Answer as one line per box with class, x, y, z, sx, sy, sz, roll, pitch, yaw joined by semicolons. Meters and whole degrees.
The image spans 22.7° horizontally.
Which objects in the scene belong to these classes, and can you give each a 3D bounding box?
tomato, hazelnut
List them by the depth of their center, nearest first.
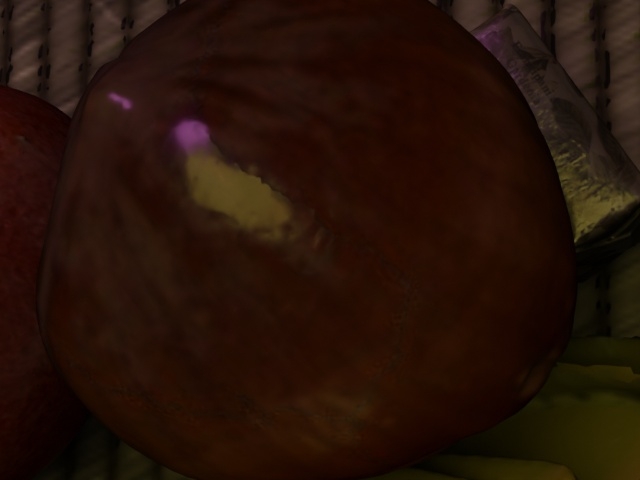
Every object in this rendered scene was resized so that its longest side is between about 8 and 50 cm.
hazelnut;0.000;0.000;0.526;0.182;0.182;0.182;-3;79;16
tomato;-0.142;0.017;0.605;0.167;0.167;0.167;-3;79;16

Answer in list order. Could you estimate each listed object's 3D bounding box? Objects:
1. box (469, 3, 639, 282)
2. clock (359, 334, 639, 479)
box;0.085;-0.036;0.604;0.045;0.062;0.098;-33;71;4
clock;0.035;0.144;0.498;0.277;0.293;0.071;-43;114;-20
